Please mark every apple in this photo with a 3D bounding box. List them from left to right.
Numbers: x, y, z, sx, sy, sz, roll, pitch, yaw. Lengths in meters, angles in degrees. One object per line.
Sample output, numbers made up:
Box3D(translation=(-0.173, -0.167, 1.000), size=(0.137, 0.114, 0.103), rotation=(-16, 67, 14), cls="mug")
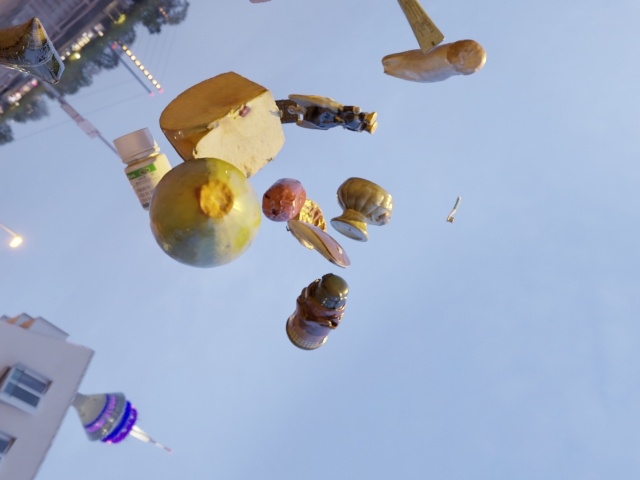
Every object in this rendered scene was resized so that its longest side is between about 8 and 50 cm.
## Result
Box3D(translation=(-0.282, -0.323, 1.322), size=(0.309, 0.314, 0.252), rotation=(-39, -172, -18), cls="apple")

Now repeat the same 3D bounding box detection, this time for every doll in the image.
Box3D(translation=(0.035, -0.428, 1.566), size=(0.316, 0.145, 0.103), rotation=(16, -87, 16), cls="doll")

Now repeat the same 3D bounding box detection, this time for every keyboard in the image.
Box3D(translation=(-0.235, -0.493, 1.781), size=(0.309, 0.101, 0.018), rotation=(-6, 179, -5), cls="keyboard")

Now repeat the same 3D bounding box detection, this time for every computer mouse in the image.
Box3D(translation=(0.000, 0.000, 1.411), size=(0.245, 0.126, 0.056), rotation=(42, -79, 38), cls="computer mouse")

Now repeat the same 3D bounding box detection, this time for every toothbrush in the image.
Box3D(translation=(0.457, -0.107, 1.569), size=(0.024, 0.018, 0.257), rotation=(23, -151, 13), cls="toothbrush")

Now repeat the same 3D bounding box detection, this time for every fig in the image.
Box3D(translation=(-0.257, -0.063, 1.030), size=(0.258, 0.258, 0.326), rotation=(-46, -169, -10), cls="fig")

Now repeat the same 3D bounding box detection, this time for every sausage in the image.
Box3D(translation=(-0.141, -0.161, 1.802), size=(0.152, 0.152, 0.280), rotation=(-28, -167, 17), cls="sausage")

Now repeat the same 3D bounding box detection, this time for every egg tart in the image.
Box3D(translation=(-0.070, -0.074, 2.020), size=(0.105, 0.241, 0.241), rotation=(-14, -139, 37), cls="egg tart")

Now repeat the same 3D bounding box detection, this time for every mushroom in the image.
Box3D(translation=(0.299, -0.490, 1.264), size=(0.351, 0.122, 0.095), rotation=(27, -75, 59), cls="mushroom")

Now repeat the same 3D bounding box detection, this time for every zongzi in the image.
Box3D(translation=(-0.646, -0.420, 0.944), size=(0.184, 0.187, 0.084), rotation=(132, -30, -69), cls="zongzi")

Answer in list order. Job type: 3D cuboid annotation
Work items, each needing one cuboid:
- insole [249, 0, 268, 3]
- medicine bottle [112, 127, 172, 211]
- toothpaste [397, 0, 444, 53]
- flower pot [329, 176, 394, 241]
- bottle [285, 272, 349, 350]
Box3D(translation=(-0.112, -0.844, 1.479), size=(0.328, 0.007, 0.111), rotation=(-42, 168, -26), cls="insole")
Box3D(translation=(-0.538, -0.220, 1.435), size=(0.139, 0.237, 0.139), rotation=(-20, -161, 7), cls="medicine bottle")
Box3D(translation=(0.183, -0.459, 0.917), size=(0.048, 0.029, 0.197), rotation=(-32, -108, 25), cls="toothpaste")
Box3D(translation=(0.196, -0.141, 2.301), size=(0.307, 0.307, 0.244), rotation=(14, -110, 50), cls="flower pot")
Box3D(translation=(-0.005, 0.204, 1.314), size=(0.156, 0.143, 0.271), rotation=(56, -40, 25), cls="bottle")
